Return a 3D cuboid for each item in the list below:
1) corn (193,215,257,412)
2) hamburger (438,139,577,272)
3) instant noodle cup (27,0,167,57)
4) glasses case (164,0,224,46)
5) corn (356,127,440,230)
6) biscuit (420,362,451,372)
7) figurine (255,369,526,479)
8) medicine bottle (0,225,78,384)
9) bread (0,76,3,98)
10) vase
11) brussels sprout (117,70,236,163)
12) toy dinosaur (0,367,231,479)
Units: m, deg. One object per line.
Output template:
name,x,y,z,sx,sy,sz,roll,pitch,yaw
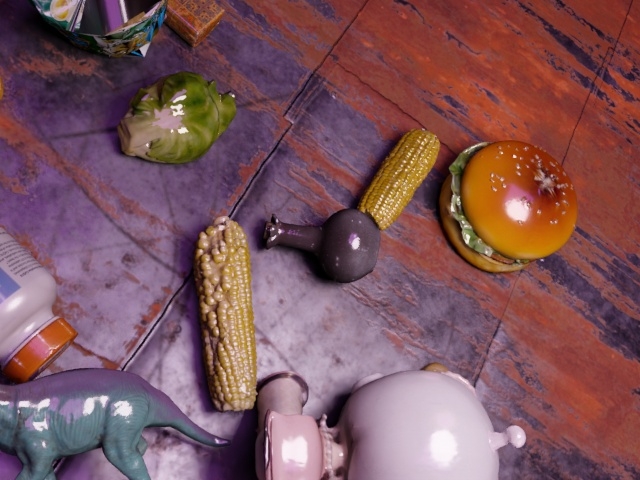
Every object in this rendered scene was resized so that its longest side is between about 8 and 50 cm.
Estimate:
corn,-0.139,0.106,1.088,0.086,0.086,0.288,0,74,-23
hamburger,0.336,-0.066,1.300,0.246,0.170,0.246,9,68,-22
instant noodle cup,-0.327,-0.388,1.107,0.240,0.178,0.240,1,87,-9
glasses case,-0.271,-0.425,1.243,0.218,0.049,0.075,40,63,-5
corn,0.137,-0.110,1.284,0.080,0.080,0.238,38,60,-6
biscuit,0.163,0.254,1.197,0.147,0.018,0.071,-33,89,-30
figurine,0.081,0.310,1.033,0.361,0.211,0.253,2,80,-15
medicine bottle,-0.446,0.053,0.936,0.289,0.157,0.157,45,61,-2
bread,-0.504,-0.228,1.078,0.081,0.046,0.083,39,63,1
vase,0.000,0.000,1.175,0.183,0.120,0.120,11,67,-4
brussels sprout,-0.225,-0.189,1.157,0.181,0.100,0.139,-34,106,-39
toy dinosaur,-0.288,0.165,0.886,0.383,0.129,0.331,-12,113,-31
